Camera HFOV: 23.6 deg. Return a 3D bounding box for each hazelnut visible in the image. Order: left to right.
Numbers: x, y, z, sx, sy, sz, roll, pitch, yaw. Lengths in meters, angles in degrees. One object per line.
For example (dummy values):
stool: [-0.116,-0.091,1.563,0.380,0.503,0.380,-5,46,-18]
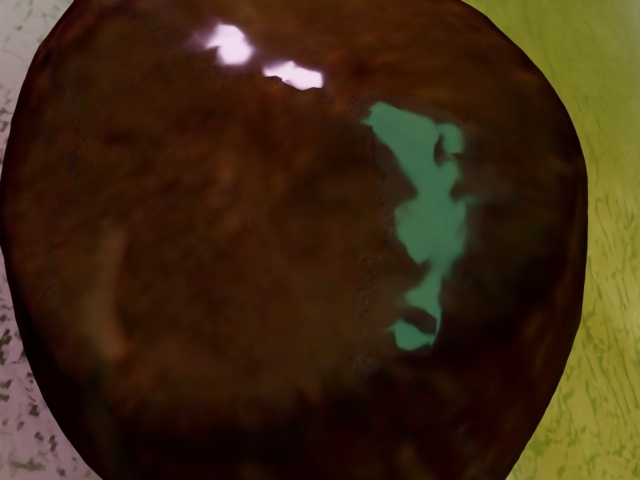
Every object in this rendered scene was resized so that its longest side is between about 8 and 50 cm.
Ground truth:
hazelnut: [0.000,0.000,0.563,0.218,0.218,0.234,3,67,-46]
